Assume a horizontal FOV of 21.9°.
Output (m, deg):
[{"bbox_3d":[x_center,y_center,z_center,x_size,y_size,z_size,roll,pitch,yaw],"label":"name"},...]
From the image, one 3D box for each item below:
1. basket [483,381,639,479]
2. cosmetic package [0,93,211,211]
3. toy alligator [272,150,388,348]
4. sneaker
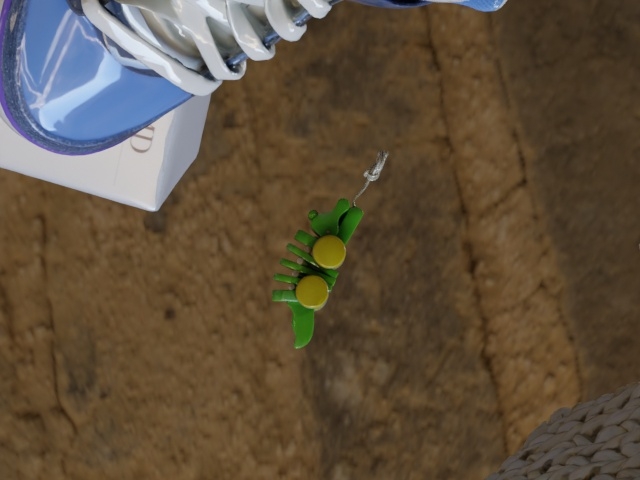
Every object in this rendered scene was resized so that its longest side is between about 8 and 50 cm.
[{"bbox_3d":[0.215,0.275,0.962,0.266,0.328,0.331,-41,-90,-23],"label":"basket"},{"bbox_3d":[-0.315,-0.210,1.429,0.453,0.230,0.161,16,-157,3],"label":"cosmetic package"},{"bbox_3d":[0.000,0.000,1.444,0.051,0.056,0.190,23,-94,1],"label":"toy alligator"},{"bbox_3d":[-0.022,-0.133,0.745,0.323,0.130,0.236,-49,-145,9],"label":"sneaker"}]
